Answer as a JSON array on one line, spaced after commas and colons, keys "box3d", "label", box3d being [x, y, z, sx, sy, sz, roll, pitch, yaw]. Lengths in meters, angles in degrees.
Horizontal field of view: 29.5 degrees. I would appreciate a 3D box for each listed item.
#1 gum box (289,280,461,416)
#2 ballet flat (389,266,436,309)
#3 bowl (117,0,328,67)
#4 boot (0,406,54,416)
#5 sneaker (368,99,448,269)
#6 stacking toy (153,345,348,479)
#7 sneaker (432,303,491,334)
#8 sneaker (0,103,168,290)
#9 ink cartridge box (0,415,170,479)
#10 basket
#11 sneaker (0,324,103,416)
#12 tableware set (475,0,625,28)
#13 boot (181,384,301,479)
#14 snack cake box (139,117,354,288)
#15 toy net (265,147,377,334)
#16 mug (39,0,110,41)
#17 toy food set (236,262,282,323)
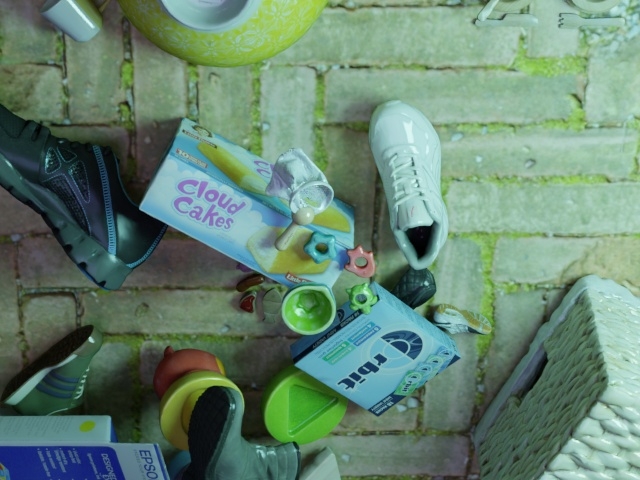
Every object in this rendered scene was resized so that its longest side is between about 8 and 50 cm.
[{"box3d": [0.077, 0.154, 1.678, 0.157, 0.041, 0.184, -39, 129, 20], "label": "gum box"}, {"box3d": [0.090, 0.095, 1.696, 0.173, 0.049, 0.057, -37, 151, 21], "label": "ballet flat"}, {"box3d": [-0.126, -0.324, 1.433, 0.290, 0.156, 0.289, 2, 117, 3], "label": "bowl"}, {"box3d": [-0.473, 0.320, 1.820, 0.258, 0.095, 0.123, 17, 125, 2], "label": "boot"}, {"box3d": [0.120, -0.067, 1.566, 0.090, 0.115, 0.232, -14, 115, 10], "label": "sneaker"}, {"box3d": [-0.111, 0.278, 1.786, 0.280, 0.130, 0.308, -12, 121, -20], "label": "stacking toy"}, {"box3d": [0.197, 0.116, 1.704, 0.083, 0.032, 0.037, 21, 129, -2], "label": "sneaker"}, {"box3d": [-0.348, -0.095, 1.602, 0.140, 0.125, 0.341, -44, 105, -8], "label": "sneaker"}, {"box3d": [-0.336, 0.373, 1.736, 0.307, 0.072, 0.303, -2, 126, 11], "label": "ink cartridge box"}, {"box3d": [0.421, 0.286, 1.642, 0.331, 0.266, 0.328, 26, 116, -7], "label": "basket"}, {"box3d": [-0.368, 0.200, 1.763, 0.192, 0.064, 0.086, -35, 117, 19], "label": "sneaker"}, {"box3d": [0.283, -0.315, 1.477, 0.194, 0.039, 0.128, 0, 116, 3], "label": "tableware set"}, {"box3d": [-0.100, 0.292, 1.680, 0.161, 0.083, 0.246, -4, 125, -29], "label": "boot"}, {"box3d": [-0.090, -0.042, 1.572, 0.264, 0.152, 0.089, 28, 114, -10], "label": "snack cake box"}, {"box3d": [0.000, 0.000, 1.479, 0.122, 0.045, 0.232, -7, 113, 5], "label": "toy net"}, {"box3d": [-0.300, -0.286, 1.517, 0.078, 0.062, 0.064, -30, 119, 24], "label": "mug"}, {"box3d": [-0.084, 0.057, 1.696, 0.078, 0.019, 0.122, 17, 124, -5], "label": "toy food set"}]
